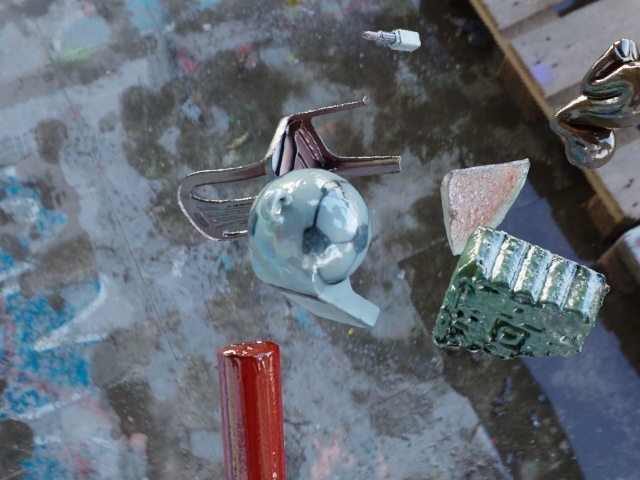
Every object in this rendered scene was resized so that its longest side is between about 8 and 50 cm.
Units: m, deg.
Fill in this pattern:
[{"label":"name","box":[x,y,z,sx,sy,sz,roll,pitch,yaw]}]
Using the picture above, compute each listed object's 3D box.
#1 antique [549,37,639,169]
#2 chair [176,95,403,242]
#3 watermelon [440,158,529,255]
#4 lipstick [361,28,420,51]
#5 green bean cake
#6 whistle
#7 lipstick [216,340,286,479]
[{"label":"antique","box":[0.568,-0.249,1.636,0.121,0.256,0.143,2,44,-42]},{"label":"chair","box":[-0.057,-0.105,1.394,0.327,0.175,0.183,0,53,30]},{"label":"watermelon","box":[0.303,-0.079,1.552,0.207,0.202,0.136,-34,84,21]},{"label":"lipstick","box":[0.108,-0.316,1.301,0.107,0.025,0.025,-1,77,-36]},{"label":"green bean cake","box":[0.272,0.102,1.159,0.208,0.193,0.107,21,46,11]},{"label":"whistle","box":[0.000,0.000,1.040,0.164,0.290,0.163,-9,68,22]},{"label":"lipstick","box":[-0.073,0.251,0.924,0.073,0.073,0.279,-3,97,-3]}]
